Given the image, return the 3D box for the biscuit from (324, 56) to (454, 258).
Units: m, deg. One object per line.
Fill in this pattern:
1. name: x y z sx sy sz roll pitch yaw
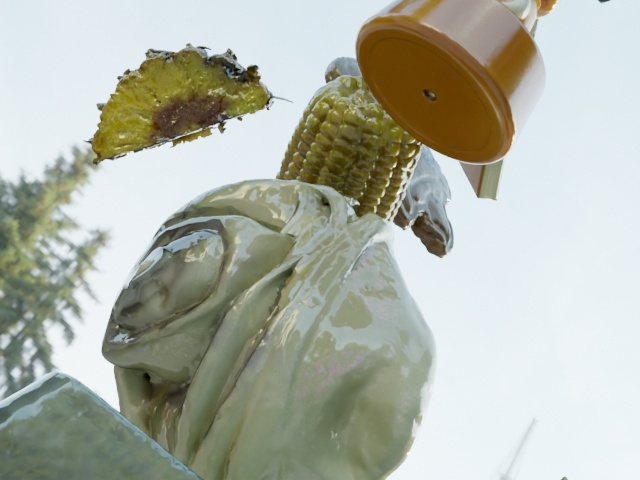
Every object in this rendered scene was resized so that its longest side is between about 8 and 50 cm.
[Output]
1. biscuit: 0.098 -0.111 1.343 0.041 0.208 0.290 -31 -95 27

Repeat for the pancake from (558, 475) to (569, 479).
1. pancake: 0.170 0.310 0.645 0.056 0.212 0.257 -28 -83 44

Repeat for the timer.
1. timer: 0.119 -0.150 0.727 0.132 0.152 0.132 36 -19 15

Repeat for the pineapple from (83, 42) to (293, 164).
1. pineapple: -0.231 -0.242 1.747 0.158 0.335 0.161 38 30 -87

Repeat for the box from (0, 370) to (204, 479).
1. box: -0.046 0.306 0.548 0.396 0.111 0.396 29 -45 37

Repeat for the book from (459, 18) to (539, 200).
1. book: 0.142 -0.248 1.048 0.028 0.374 0.262 0 -55 -10

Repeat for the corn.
1. corn: 0.000 0.000 1.056 0.131 0.131 0.344 28 -60 13

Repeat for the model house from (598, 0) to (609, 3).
1. model house: 0.323 -0.336 1.007 0.253 0.184 0.291 -27 -100 30

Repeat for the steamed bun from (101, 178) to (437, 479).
1. steamed bun: -0.064 0.084 0.829 0.207 0.280 0.268 28 -55 -31
